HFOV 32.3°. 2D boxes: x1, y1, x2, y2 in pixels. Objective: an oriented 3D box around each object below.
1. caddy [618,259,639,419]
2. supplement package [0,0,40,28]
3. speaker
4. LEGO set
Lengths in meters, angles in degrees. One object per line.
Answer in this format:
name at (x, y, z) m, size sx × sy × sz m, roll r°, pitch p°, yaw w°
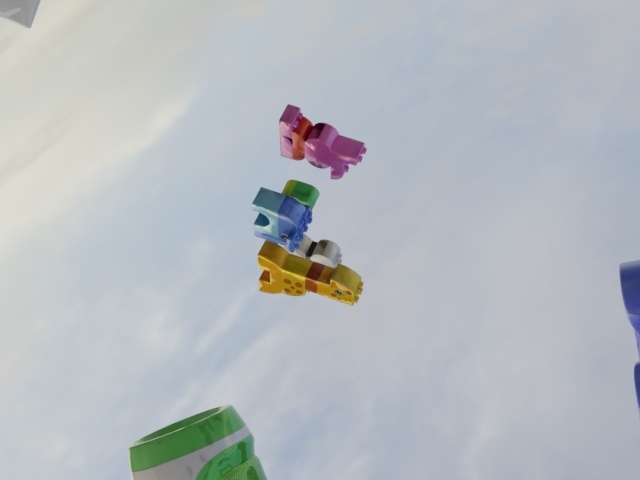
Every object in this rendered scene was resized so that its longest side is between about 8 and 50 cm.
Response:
caddy at (0.445, 0.141, 1.237) m, size 0.179 × 0.341 × 0.241 m, roll -10°, pitch -116°, yaw 17°
supplement package at (-0.269, -0.323, 0.827) m, size 0.261 × 0.204 × 0.145 m, roll -67°, pitch -163°, yaw 9°
speaker at (-0.081, 0.314, 1.054) m, size 0.131 × 0.296 × 0.131 m, roll -22°, pitch 178°, yaw -1°
LEGO set at (0.000, 0.000, 0.956) m, size 0.093 × 0.227 × 0.087 m, roll 19°, pitch -122°, yaw 12°
